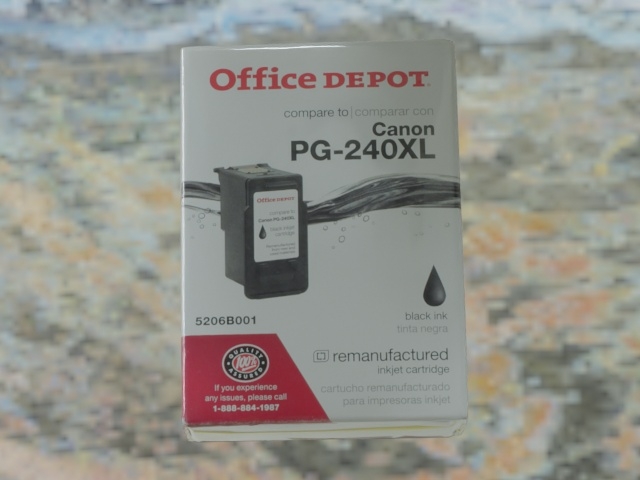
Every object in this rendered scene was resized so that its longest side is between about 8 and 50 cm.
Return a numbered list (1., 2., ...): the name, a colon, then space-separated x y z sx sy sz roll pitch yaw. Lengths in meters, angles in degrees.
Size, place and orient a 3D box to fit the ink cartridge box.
1. ink cartridge box: 0.000 0.000 0.745 0.109 0.151 0.063 -2 -12 1
